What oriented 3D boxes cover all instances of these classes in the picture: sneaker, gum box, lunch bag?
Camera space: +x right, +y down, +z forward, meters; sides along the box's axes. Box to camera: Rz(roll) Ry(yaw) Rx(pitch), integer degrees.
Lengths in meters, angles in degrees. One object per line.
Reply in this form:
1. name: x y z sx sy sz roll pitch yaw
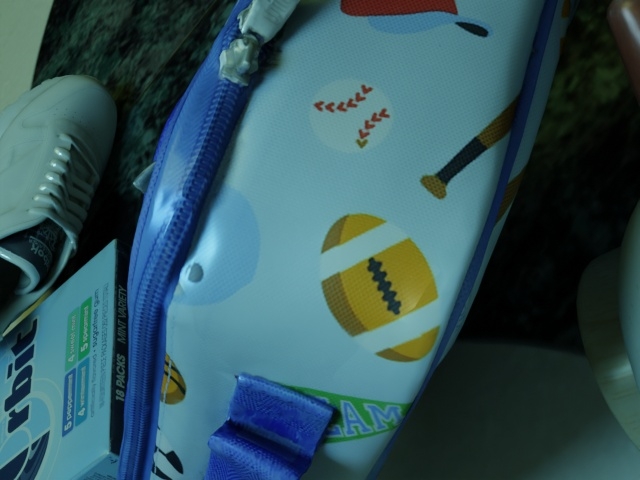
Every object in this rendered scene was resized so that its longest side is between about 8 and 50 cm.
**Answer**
1. sneaker: -0.185 -0.018 0.906 0.095 0.090 0.235 -6 45 41
2. gum box: -0.165 0.111 0.833 0.184 0.041 0.157 -38 38 28
3. lunch bag: 0.000 0.000 0.504 0.303 0.115 0.243 105 -173 -57

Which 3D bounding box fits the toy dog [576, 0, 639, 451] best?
1. toy dog: 0.115 0.040 0.346 0.220 0.161 0.334 -39 16 13
